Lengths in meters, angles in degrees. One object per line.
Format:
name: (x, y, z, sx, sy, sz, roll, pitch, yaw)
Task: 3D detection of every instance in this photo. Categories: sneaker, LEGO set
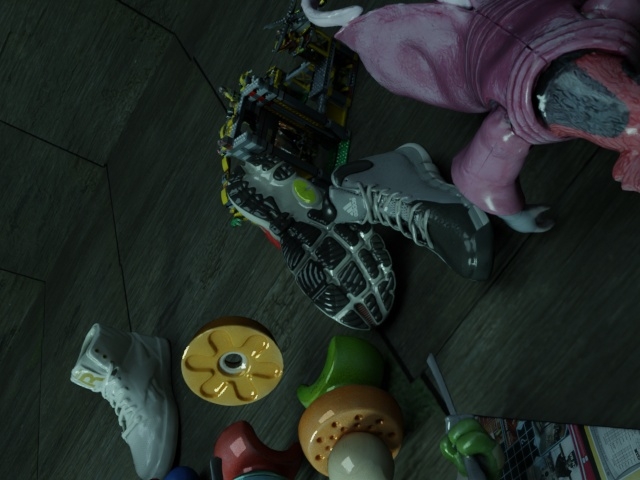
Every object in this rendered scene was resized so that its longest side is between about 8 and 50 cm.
sneaker: (0.000, 0.000, 0.740, 0.107, 0.118, 0.279, -40, 60, -1)
sneaker: (0.072, -0.023, 0.612, 0.228, 0.132, 0.086, -115, 19, -58)
sneaker: (-0.333, 0.261, 1.005, 0.108, 0.169, 0.292, -51, 36, 20)
LEGO set: (-0.085, -0.191, 0.906, 0.255, 0.192, 0.331, -8, 64, 54)

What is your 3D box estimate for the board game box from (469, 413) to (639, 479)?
board game box: (0.162, 0.247, 0.403, 0.165, 0.042, 0.243, -14, 59, 52)

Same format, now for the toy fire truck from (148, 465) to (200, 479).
toy fire truck: (-0.223, 0.428, 0.772, 0.254, 0.169, 0.302, -47, 29, -15)

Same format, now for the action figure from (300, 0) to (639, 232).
action figure: (0.165, -0.159, 0.470, 0.248, 0.276, 0.370, -47, 22, 18)

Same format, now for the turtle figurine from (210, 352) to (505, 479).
turtle figurine: (0.025, 0.178, 0.367, 0.266, 0.198, 0.274, 104, 165, -65)

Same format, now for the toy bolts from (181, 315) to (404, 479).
toy bolts: (-0.051, 0.209, 0.593, 0.228, 0.218, 0.158, -61, 18, 22)
